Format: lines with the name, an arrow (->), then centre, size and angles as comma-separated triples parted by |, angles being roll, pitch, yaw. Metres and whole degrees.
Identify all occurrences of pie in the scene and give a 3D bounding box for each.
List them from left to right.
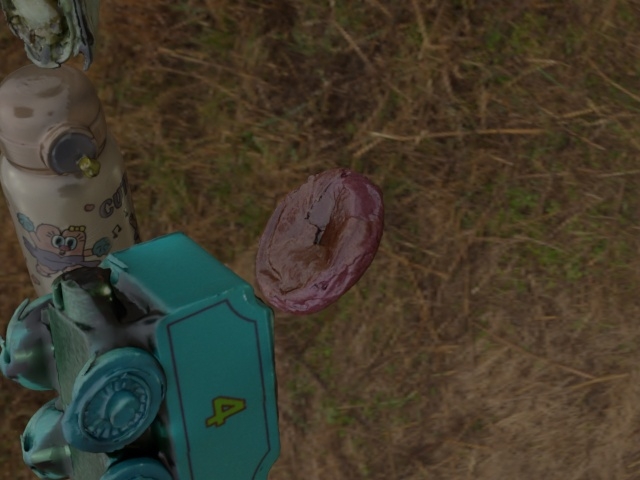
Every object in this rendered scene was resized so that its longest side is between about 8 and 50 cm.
pie -> 0.000, 0.000, 1.240 | 0.182, 0.050, 0.182 | -30, 42, 32

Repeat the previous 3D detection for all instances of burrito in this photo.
burrito -> -0.126, -0.144, 0.524 | 0.044, 0.074, 0.118 | -8, 55, 5

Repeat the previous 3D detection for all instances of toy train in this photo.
toy train -> -0.103, 0.093, 0.678 | 0.107, 0.154, 0.197 | 33, 134, 45

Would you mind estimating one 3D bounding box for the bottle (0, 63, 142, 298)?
bottle -> -0.197, -0.038, 0.868 | 0.110, 0.097, 0.209 | 48, 154, 38
